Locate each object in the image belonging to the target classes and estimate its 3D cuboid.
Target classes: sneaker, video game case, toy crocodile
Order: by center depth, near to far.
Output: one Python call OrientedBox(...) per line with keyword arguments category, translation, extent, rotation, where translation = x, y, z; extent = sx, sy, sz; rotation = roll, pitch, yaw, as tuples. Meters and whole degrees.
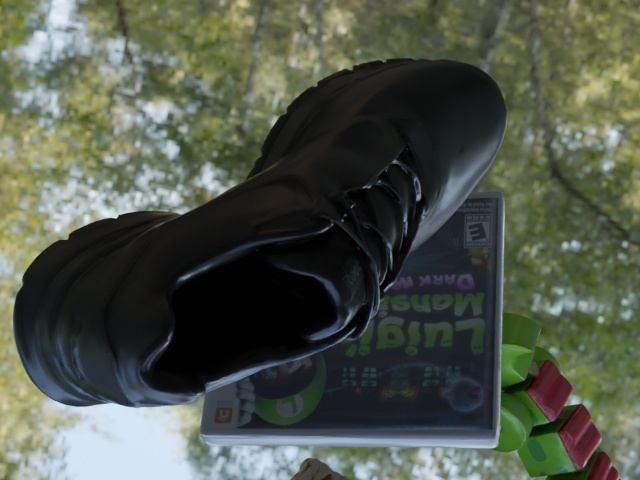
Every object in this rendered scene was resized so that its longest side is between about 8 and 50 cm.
OrientedBox(category="sneaker", translation=(0.000, 0.000, 0.635), extent=(0.286, 0.109, 0.130), rotation=(-36, -156, -26))
OrientedBox(category="video game case", translation=(0.023, 0.049, 0.860), extent=(0.190, 0.022, 0.173), rotation=(-1, -117, 13))
OrientedBox(category="toy crocodile", translation=(0.256, 0.222, 1.414), extent=(0.105, 0.340, 0.115), rotation=(-17, -160, 41))

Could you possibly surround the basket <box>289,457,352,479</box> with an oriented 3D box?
OrientedBox(category="basket", translation=(0.005, 0.480, 1.470), extent=(0.266, 0.328, 0.331), rotation=(28, -122, 14))
